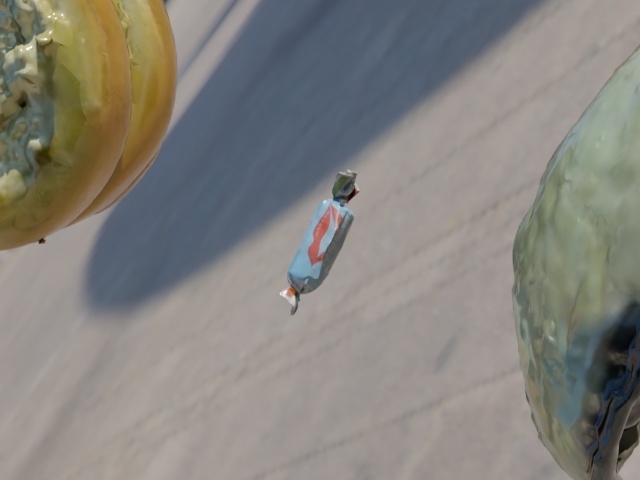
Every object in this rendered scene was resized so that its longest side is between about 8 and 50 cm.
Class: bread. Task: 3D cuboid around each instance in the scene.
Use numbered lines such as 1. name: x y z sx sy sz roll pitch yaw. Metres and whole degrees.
1. bread: -0.220 -0.158 1.156 0.211 0.315 0.270 -31 -2 28

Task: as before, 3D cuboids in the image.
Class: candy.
1. candy: 0.000 0.000 0.866 0.083 0.020 0.030 -64 -21 -15

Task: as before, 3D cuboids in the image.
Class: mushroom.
1. mushroom: 0.212 -0.036 0.724 0.344 0.130 0.247 -37 -27 -8
